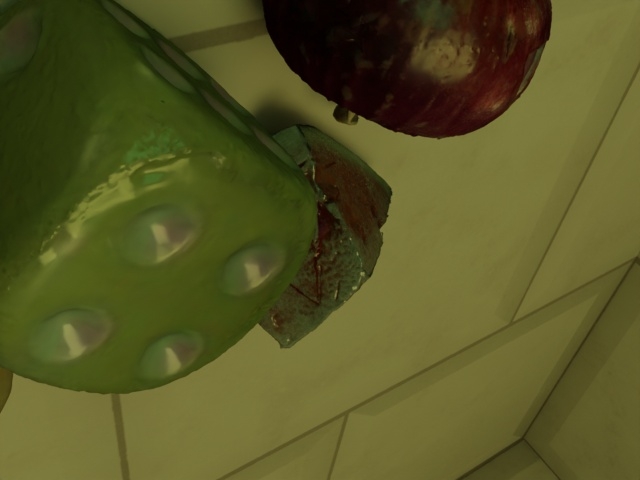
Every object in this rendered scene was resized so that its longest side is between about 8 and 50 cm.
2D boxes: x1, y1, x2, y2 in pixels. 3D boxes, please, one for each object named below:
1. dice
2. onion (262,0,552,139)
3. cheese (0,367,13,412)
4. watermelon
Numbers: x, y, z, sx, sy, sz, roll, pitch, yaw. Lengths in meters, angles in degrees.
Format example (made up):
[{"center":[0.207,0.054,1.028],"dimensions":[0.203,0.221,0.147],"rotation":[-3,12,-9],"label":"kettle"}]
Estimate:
[{"center":[-0.179,-0.039,0.632],"dimensions":[0.250,0.254,0.252],"rotation":[-46,146,9],"label":"dice"},{"center":[0.075,-0.210,0.707],"dimensions":[0.230,0.256,0.273],"rotation":[-24,126,-49],"label":"onion"},{"center":[-0.428,0.143,0.637],"dimensions":[0.384,0.104,0.384],"rotation":[-45,142,-51],"label":"cheese"},{"center":[0.000,0.000,0.917],"dimensions":[0.213,0.201,0.261],"rotation":[-43,153,21],"label":"watermelon"}]
